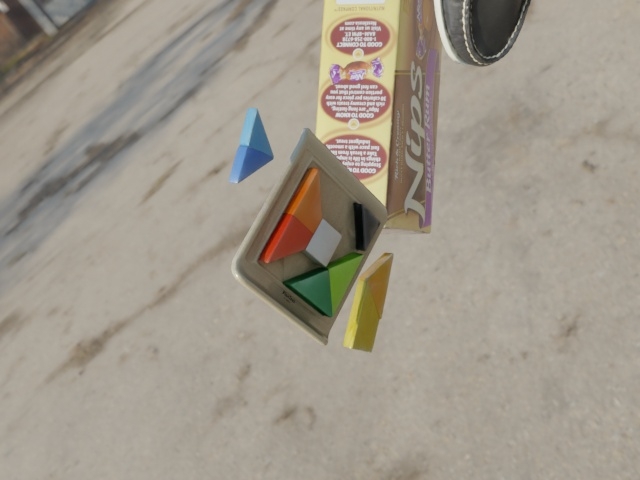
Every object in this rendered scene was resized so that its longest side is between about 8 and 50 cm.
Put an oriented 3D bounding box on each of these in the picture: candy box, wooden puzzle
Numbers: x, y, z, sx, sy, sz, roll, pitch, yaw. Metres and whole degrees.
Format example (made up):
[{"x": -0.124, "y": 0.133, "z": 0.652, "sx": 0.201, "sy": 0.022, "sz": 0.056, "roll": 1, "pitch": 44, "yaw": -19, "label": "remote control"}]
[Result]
[{"x": 0.039, "y": -0.098, "z": 0.629, "sx": 0.053, "sy": 0.187, "sz": 0.109, "roll": 2, "pitch": -1, "yaw": 20, "label": "candy box"}, {"x": 0.000, "y": 0.000, "z": 0.424, "sx": 0.014, "sy": 0.116, "sz": 0.079, "roll": 8, "pitch": 73, "yaw": 43, "label": "wooden puzzle"}]

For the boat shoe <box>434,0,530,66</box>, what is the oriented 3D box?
[{"x": 0.080, "y": -0.130, "z": 0.413, "sx": 0.046, "sy": 0.125, "sz": 0.038, "roll": -2, "pitch": 26, "yaw": -30, "label": "boat shoe"}]
